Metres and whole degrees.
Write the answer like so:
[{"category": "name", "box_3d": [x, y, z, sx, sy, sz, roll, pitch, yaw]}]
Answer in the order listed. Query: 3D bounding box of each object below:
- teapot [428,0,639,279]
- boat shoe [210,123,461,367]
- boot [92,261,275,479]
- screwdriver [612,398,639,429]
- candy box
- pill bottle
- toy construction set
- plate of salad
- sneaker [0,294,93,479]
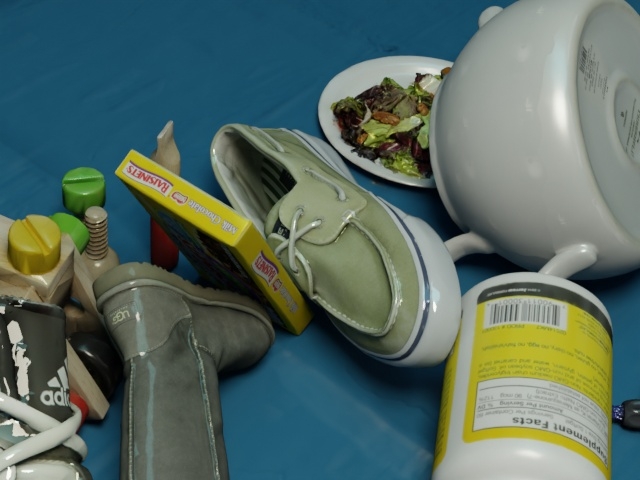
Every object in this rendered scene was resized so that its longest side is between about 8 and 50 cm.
[{"category": "teapot", "box_3d": [0.172, -0.075, 1.092, 0.187, 0.253, 0.256, -11, 7, 36]}, {"category": "boat shoe", "box_3d": [0.000, 0.000, 1.018, 0.094, 0.109, 0.302, 10, 22, -33]}, {"category": "boot", "box_3d": [-0.078, 0.132, 0.899, 0.189, 0.076, 0.209, 20, 42, -50]}, {"category": "screwdriver", "box_3d": [0.193, 0.129, 0.992, 0.169, 0.024, 0.025, 2, 14, -4]}, {"category": "candy box", "box_3d": [-0.072, 0.007, 0.962, 0.105, 0.206, 0.027, 33, 79, 21]}, {"category": "pill bottle", "box_3d": [0.137, 0.135, 0.900, 0.119, 0.119, 0.209, 10, 49, 3]}, {"category": "toy construction set", "box_3d": [-0.226, -0.014, 0.927, 0.257, 0.237, 0.308, 36, 49, 27]}, {"category": "plate of salad", "box_3d": [0.098, -0.120, 1.227, 0.199, 0.048, 0.200, 4, 43, -4]}, {"category": "sneaker", "box_3d": [-0.144, 0.171, 0.707, 0.447, 0.169, 0.258, 18, 86, 13]}]
